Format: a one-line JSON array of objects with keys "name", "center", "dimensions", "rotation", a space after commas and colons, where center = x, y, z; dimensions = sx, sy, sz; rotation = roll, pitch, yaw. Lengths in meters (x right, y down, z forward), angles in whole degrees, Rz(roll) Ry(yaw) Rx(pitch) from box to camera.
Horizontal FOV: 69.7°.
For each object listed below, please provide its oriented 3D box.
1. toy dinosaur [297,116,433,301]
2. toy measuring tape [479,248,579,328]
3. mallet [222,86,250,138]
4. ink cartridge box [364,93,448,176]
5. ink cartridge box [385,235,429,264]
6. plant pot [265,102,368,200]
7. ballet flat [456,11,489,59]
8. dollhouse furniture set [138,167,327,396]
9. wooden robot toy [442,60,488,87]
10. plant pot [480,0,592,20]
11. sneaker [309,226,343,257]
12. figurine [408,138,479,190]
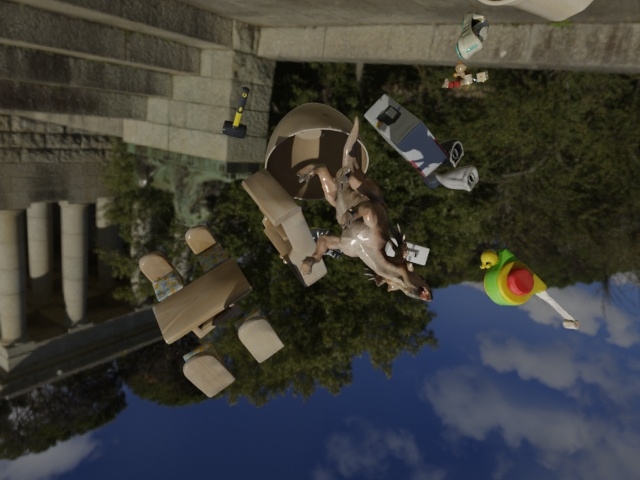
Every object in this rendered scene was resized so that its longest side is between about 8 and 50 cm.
[{"name": "toy dinosaur", "center": [0.075, -0.039, 0.759], "dimensions": [0.200, 0.296, 0.127], "rotation": [7, 162, -43]}, {"name": "toy measuring tape", "center": [0.521, 0.150, 1.173], "dimensions": [0.330, 0.121, 0.121], "rotation": [42, -168, -9]}, {"name": "mallet", "center": [-0.192, -0.312, 1.137], "dimensions": [0.062, 0.039, 0.189], "rotation": [14, 156, -22]}, {"name": "ink cartridge box", "center": [0.192, -0.241, 1.046], "dimensions": [0.127, 0.072, 0.175], "rotation": [36, -165, -39]}, {"name": "ink cartridge box", "center": [0.256, 0.026, 1.436], "dimensions": [0.135, 0.056, 0.099], "rotation": [15, -174, -16]}, {"name": "plant pot", "center": [-0.018, -0.275, 1.303], "dimensions": [0.284, 0.284, 0.191], "rotation": [3, -125, -15]}, {"name": "ballet flat", "center": [0.307, -0.410, 0.903], "dimensions": [0.052, 0.057, 0.168], "rotation": [-19, -143, 41]}, {"name": "dollhouse furniture set", "center": [-0.212, 0.065, 1.054], "dimensions": [0.394, 0.256, 0.362], "rotation": [-33, -132, -10]}, {"name": "wooden robot toy", "center": [0.477, -0.564, 1.551], "dimensions": [0.076, 0.079, 0.173], "rotation": [-26, -157, -29]}, {"name": "plant pot", "center": [0.669, -0.819, 1.369], "dimensions": [0.305, 0.334, 0.334], "rotation": [6, -167, -36]}, {"name": "sneaker", "center": [0.000, 0.000, 1.545], "dimensions": [0.094, 0.081, 0.208], "rotation": [35, -179, 34]}, {"name": "figurine", "center": [0.410, -0.252, 1.592], "dimensions": [0.209, 0.092, 0.215], "rotation": [6, 152, 47]}]
